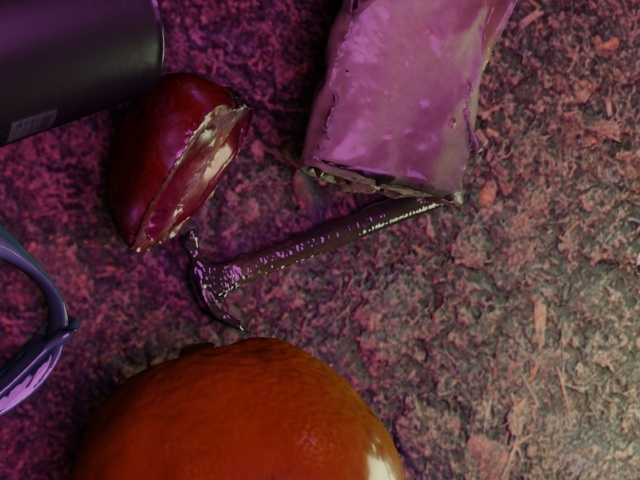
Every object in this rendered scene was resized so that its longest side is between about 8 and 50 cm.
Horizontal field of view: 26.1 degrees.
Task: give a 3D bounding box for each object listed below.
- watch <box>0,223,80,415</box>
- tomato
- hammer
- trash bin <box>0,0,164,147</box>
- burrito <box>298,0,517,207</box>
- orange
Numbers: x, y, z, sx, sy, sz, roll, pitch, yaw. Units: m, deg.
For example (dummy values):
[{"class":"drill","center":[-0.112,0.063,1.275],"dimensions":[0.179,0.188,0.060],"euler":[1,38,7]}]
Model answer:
[{"class":"watch","center":[-0.335,0.078,1.221],"dimensions":[0.237,0.068,0.195],"euler":[-17,103,-25]},{"class":"tomato","center":[-0.146,-0.081,1.265],"dimensions":[0.099,0.189,0.173],"euler":[37,103,9]},{"class":"hammer","center":[0.000,0.000,1.416],"dimensions":[0.297,0.027,0.125],"euler":[-23,104,-25]},{"class":"trash bin","center":[-0.313,-0.159,1.128],"dimensions":[0.334,0.214,0.214],"euler":[-23,105,-25]},{"class":"burrito","center":[0.092,-0.201,1.383],"dimensions":[0.190,0.135,0.332],"euler":[17,85,-17]},{"class":"orange","center":[-0.076,0.235,1.243],"dimensions":[0.312,0.312,0.312],"euler":[-3,96,-28]}]
